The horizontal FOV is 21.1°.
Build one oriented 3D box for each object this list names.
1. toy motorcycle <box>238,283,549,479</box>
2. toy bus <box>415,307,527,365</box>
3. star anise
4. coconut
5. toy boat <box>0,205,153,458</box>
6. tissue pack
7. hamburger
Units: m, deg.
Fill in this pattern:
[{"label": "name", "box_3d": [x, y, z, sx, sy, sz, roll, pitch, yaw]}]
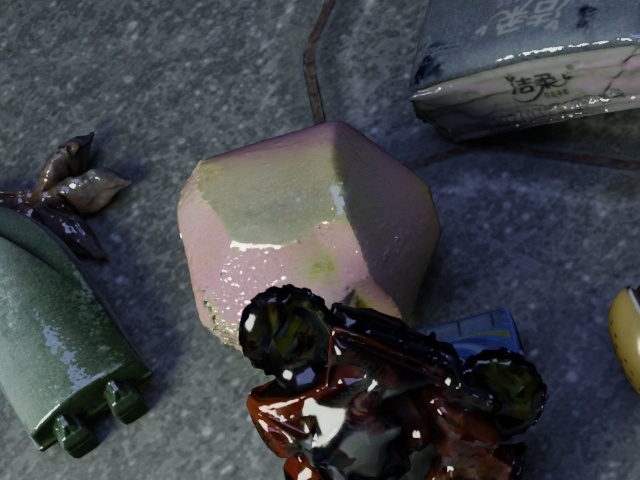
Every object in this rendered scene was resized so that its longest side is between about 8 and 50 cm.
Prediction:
[{"label": "toy motorcycle", "box_3d": [0.103, 0.181, 1.548, 0.401, 0.207, 0.134, 16, 19, -6]}, {"label": "toy bus", "box_3d": [0.086, 0.139, 1.666, 0.236, 0.079, 0.094, -14, 38, 9]}, {"label": "star anise", "box_3d": [-0.306, -0.029, 1.911, 0.208, 0.063, 0.172, -26, 58, 0]}, {"label": "coconut", "box_3d": [0.000, 0.000, 1.700, 0.245, 0.233, 0.233, -12, 55, 15]}, {"label": "toy boat", "box_3d": [-0.302, 0.076, 1.810, 0.141, 0.092, 0.319, -34, 64, -4]}, {"label": "tissue pack", "box_3d": [0.262, -0.309, 1.825, 0.288, 0.124, 0.394, -11, 51, 38]}, {"label": "hamburger", "box_3d": [0.338, 0.089, 1.565, 0.137, 0.175, 0.175, -31, 52, 14]}]
